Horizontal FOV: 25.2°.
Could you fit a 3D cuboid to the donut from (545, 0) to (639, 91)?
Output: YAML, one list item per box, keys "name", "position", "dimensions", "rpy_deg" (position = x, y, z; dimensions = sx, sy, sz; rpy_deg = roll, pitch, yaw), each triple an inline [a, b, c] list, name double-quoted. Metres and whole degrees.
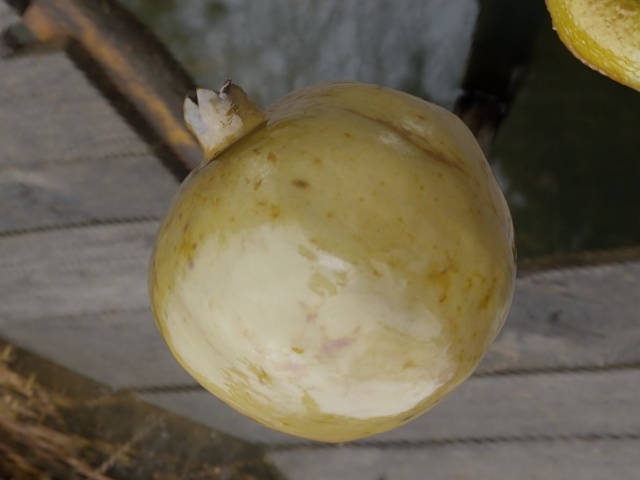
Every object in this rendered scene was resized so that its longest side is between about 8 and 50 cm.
- name: "donut"
  position: [0.225, -0.174, 0.906]
  dimensions: [0.178, 0.162, 0.065]
  rpy_deg: [21, 172, 22]

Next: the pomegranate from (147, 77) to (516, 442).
- name: "pomegranate"
  position: [0.000, 0.000, 1.242]
  dimensions: [0.342, 0.342, 0.342]
  rpy_deg: [15, 150, 9]
